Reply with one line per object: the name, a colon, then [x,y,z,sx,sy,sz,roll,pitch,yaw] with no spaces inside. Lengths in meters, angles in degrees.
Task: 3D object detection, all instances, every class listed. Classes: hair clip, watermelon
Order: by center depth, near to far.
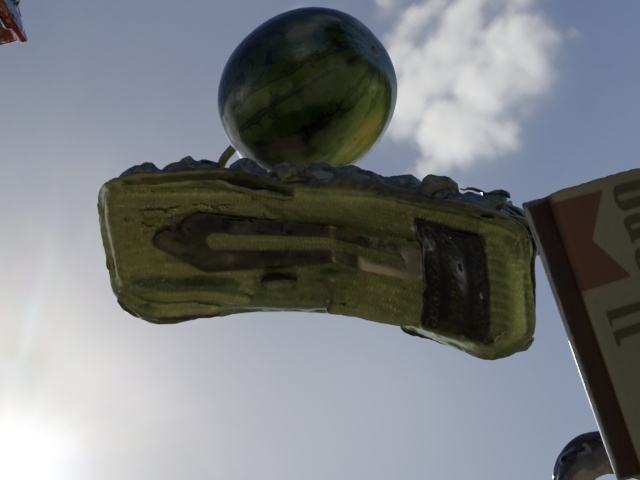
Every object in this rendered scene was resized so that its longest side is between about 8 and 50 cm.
hair clip: [0.001,-0.001,1.047,0.091,0.321,0.138,-52,-37,-55]
watermelon: [-0.026,-0.106,1.230,0.187,0.141,0.140,-34,-25,23]

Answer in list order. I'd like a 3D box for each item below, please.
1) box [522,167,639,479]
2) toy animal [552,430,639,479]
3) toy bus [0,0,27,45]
box: [0.199,0.047,0.925,0.115,0.177,0.036,-14,-6,-34]
toy animal: [0.287,0.111,0.998,0.324,0.195,0.090,-11,-52,19]
toy bus: [-0.199,-0.183,0.760,0.077,0.192,0.065,-17,-22,0]
